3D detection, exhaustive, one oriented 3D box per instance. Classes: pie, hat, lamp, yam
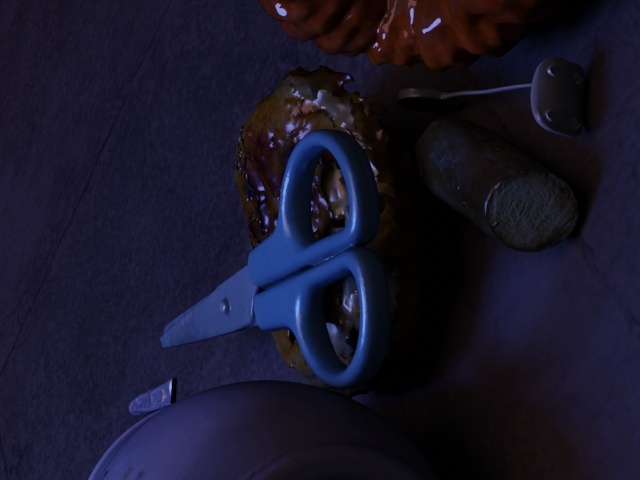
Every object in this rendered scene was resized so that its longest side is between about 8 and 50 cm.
[{"bbox_3d":[0.001,0.000,1.147,0.308,0.085,0.308,174,90,-69],"label":"pie"},{"bbox_3d":[0.099,-0.330,1.053,0.285,0.285,0.400,-40,22,47],"label":"hat"},{"bbox_3d":[0.125,-0.102,1.051,0.198,0.050,0.056,-1,79,58],"label":"lamp"},{"bbox_3d":[0.129,-0.043,1.016,0.146,0.069,0.070,42,117,57],"label":"yam"}]

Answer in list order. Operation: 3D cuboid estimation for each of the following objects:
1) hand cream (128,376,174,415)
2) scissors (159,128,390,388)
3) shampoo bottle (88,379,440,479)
[{"bbox_3d":[-0.188,0.179,1.527,0.093,0.019,0.030,-25,59,46],"label":"hand cream"},{"bbox_3d":[-0.058,0.048,1.141,0.447,0.029,0.193,-27,68,62],"label":"scissors"},{"bbox_3d":[-0.047,0.242,1.024,0.266,0.273,0.273,-5,77,63],"label":"shampoo bottle"}]
